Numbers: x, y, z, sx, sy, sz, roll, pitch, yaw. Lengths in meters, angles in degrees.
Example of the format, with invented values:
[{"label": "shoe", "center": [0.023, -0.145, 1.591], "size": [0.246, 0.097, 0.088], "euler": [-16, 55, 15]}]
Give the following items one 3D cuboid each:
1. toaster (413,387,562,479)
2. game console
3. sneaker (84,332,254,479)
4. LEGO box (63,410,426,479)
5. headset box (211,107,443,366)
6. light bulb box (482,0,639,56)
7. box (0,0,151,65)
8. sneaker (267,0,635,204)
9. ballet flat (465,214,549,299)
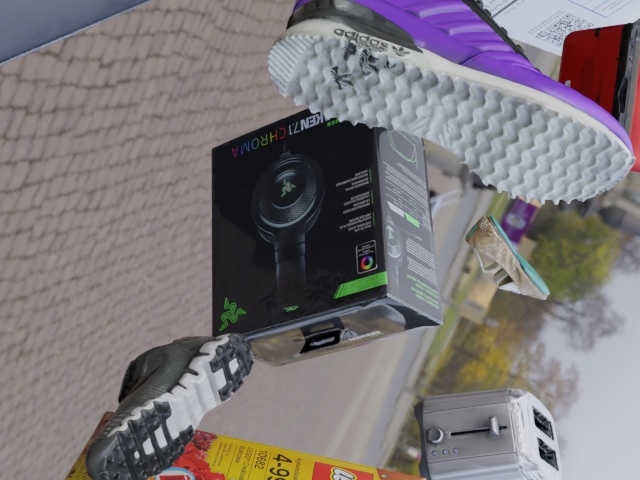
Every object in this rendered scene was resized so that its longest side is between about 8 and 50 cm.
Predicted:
[{"label": "toaster", "center": [0.223, 0.270, 1.270], "size": [0.227, 0.146, 0.129], "euler": [42, 40, -55]}, {"label": "game console", "center": [0.309, -0.137, 0.980], "size": [0.085, 0.124, 0.144], "euler": [10, 87, -37]}, {"label": "sneaker", "center": [-0.172, 0.168, 1.004], "size": [0.234, 0.106, 0.078], "euler": [-42, 127, -47]}, {"label": "LEGO box", "center": [-0.099, 0.391, 0.872], "size": [0.500, 0.372, 0.193], "euler": [-76, 177, -70]}, {"label": "headset box", "center": [0.000, 0.000, 1.161], "size": [0.131, 0.246, 0.283], "euler": [29, 52, -50]}, {"label": "light bulb box", "center": [0.303, -0.432, 1.166], "size": [0.361, 0.225, 0.358], "euler": [7, 151, -40]}, {"label": "box", "center": [-0.330, -0.315, 1.105], "size": [0.296, 0.183, 0.294], "euler": [-28, -160, -15]}, {"label": "sneaker", "center": [0.116, -0.141, 0.762], "size": [0.102, 0.293, 0.146], "euler": [122, -12, -54]}, {"label": "ballet flat", "center": [0.304, 0.039, 1.613], "size": [0.067, 0.206, 0.073], "euler": [-35, -151, 14]}]
